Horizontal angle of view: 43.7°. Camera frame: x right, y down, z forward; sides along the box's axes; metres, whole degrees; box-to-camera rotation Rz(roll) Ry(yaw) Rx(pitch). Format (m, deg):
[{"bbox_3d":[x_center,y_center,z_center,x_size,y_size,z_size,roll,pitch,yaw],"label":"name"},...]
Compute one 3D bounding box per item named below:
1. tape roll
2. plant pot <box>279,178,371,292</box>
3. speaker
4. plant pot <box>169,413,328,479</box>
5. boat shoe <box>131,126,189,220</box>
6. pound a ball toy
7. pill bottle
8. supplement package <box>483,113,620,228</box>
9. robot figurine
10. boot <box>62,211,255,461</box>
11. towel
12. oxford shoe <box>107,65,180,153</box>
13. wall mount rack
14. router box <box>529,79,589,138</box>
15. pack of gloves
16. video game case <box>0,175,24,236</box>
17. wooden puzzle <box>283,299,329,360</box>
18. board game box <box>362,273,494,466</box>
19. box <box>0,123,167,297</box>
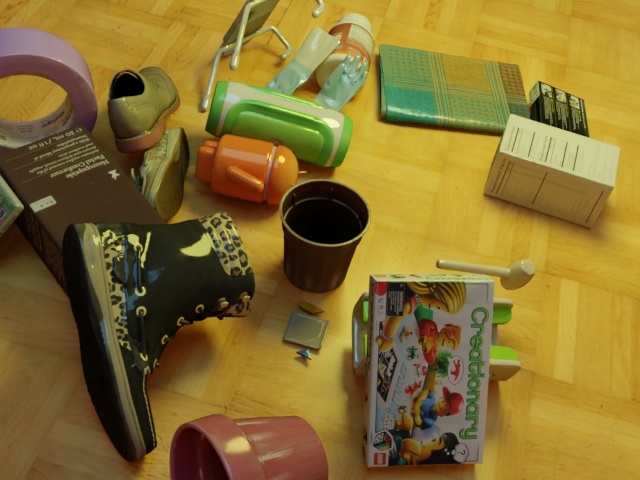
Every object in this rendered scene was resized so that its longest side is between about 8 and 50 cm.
[{"bbox_3d":[-0.584,-0.277,1.567,0.275,0.275,0.090,-10,50,-17],"label":"tape roll"},{"bbox_3d":[0.000,0.000,1.491,0.167,0.165,0.167,4,49,-5],"label":"plant pot"},{"bbox_3d":[-0.087,-0.245,1.690,0.296,0.131,0.131,14,48,-11],"label":"speaker"},{"bbox_3d":[-0.096,0.342,1.171,0.180,0.201,0.201,-9,50,-36],"label":"plant pot"},{"bbox_3d":[-0.325,-0.130,1.599,0.089,0.104,0.285,-5,33,4],"label":"boat shoe"},{"bbox_3d":[0.219,0.140,1.411,0.319,0.136,0.208,3,64,-9],"label":"pound a ball toy"},{"bbox_3d":[0.065,-0.453,1.928,0.121,0.121,0.216,13,48,2],"label":"pill bottle"},{"bbox_3d":[0.496,-0.151,1.719,0.244,0.139,0.134,19,50,7],"label":"supplement package"},{"bbox_3d":[-0.140,-0.142,1.618,0.219,0.158,0.128,11,75,0],"label":"robot figurine"},{"bbox_3d":[-0.241,0.136,1.291,0.284,0.138,0.377,-12,86,-35],"label":"boot"},{"bbox_3d":[0.322,-0.365,1.950,0.370,0.040,0.271,7,49,-5],"label":"towel"},{"bbox_3d":[-0.376,-0.316,1.691,0.123,0.130,0.348,-14,32,2],"label":"oxford shoe"},{"bbox_3d":[-0.154,-0.447,1.795,0.304,0.350,0.130,-37,91,-30],"label":"wall mount rack"},{"bbox_3d":[0.567,-0.290,1.898,0.133,0.046,0.179,20,48,-10],"label":"router box"},{"bbox_3d":[-0.020,-0.358,1.796,0.195,0.046,0.232,39,91,23],"label":"pack of gloves"},{"bbox_3d":[-0.651,-0.055,1.451,0.193,0.023,0.212,-48,63,7],"label":"video game case"},{"bbox_3d":[-0.025,0.163,1.446,0.078,0.014,0.116,18,48,12],"label":"wooden puzzle"},{"bbox_3d":[0.170,0.207,1.273,0.193,0.305,0.053,0,9,-9],"label":"board game box"},{"bbox_3d":[-0.428,-0.031,1.469,0.191,0.143,0.381,-28,60,-30],"label":"box"}]
